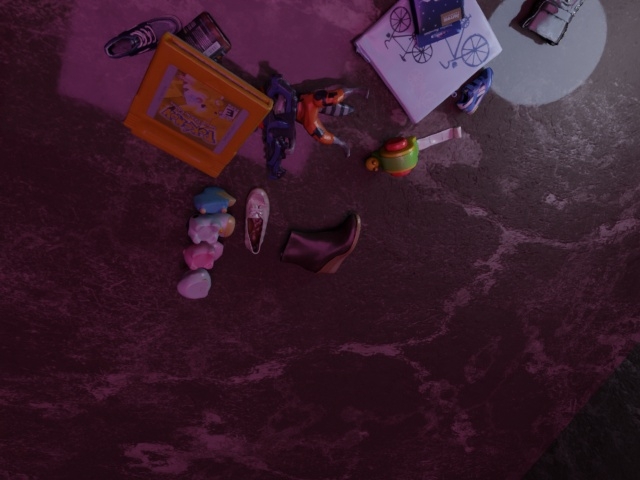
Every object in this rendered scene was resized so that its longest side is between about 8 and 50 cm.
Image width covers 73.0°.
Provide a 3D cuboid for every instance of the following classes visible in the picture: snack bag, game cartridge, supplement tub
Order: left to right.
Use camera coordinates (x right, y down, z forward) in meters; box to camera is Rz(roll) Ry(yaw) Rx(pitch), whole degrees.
[{"bbox_3d":[-0.328,-0.468,1.084,0.198,0.106,0.106,-35,120,8],"label":"supplement tub"},{"bbox_3d":[-0.323,-0.321,1.108,0.285,0.052,0.324,28,138,-25],"label":"game cartridge"},{"bbox_3d":[0.312,-0.549,1.230,0.342,0.037,0.323,-42,118,10],"label":"snack bag"}]

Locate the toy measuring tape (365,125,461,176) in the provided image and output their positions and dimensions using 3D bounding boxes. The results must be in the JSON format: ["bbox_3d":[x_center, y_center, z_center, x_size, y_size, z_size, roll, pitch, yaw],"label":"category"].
[{"bbox_3d":[0.298,-0.275,1.329,0.330,0.121,0.121,-18,120,-3],"label":"toy measuring tape"}]

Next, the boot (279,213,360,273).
[{"bbox_3d":[0.000,0.000,1.419,0.207,0.090,0.248,17,116,-23],"label":"boot"}]

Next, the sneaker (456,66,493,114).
[{"bbox_3d":[0.467,-0.456,1.307,0.059,0.053,0.144,19,111,-20],"label":"sneaker"}]

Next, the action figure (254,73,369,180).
[{"bbox_3d":[-0.068,-0.330,1.222,0.330,0.178,0.341,10,140,-10],"label":"action figure"}]

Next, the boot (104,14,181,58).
[{"bbox_3d":[-0.430,-0.492,1.057,0.190,0.086,0.069,-26,120,1],"label":"boot"}]

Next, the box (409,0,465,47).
[{"bbox_3d":[0.303,-0.643,1.140,0.137,0.036,0.225,-21,120,-1],"label":"box"}]

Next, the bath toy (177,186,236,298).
[{"bbox_3d":[-0.357,0.015,1.326,0.151,0.129,0.348,3,119,-36],"label":"bath toy"}]

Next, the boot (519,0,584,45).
[{"bbox_3d":[0.727,-0.678,1.241,0.263,0.091,0.229,10,120,-14],"label":"boot"}]

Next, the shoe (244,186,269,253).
[{"bbox_3d":[-0.199,-0.059,1.359,0.077,0.058,0.219,2,117,-14],"label":"shoe"}]
